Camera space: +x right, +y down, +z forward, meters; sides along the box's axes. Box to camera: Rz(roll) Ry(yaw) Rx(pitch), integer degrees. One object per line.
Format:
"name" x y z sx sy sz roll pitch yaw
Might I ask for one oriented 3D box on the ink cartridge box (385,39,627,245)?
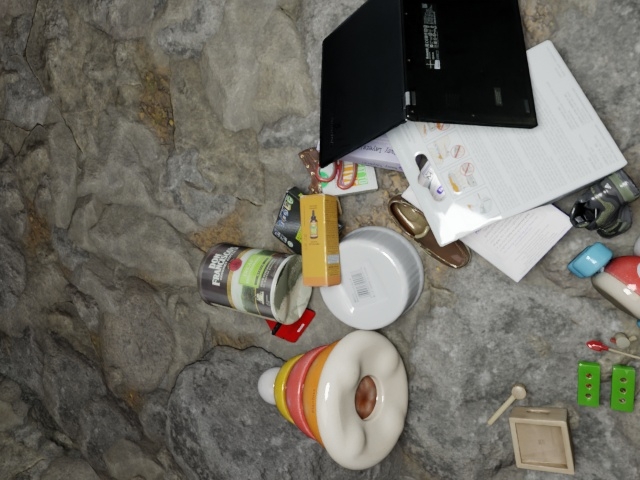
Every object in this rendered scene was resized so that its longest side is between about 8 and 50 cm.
"ink cartridge box" 0.380 -0.197 0.947 0.385 0.091 0.307 -26 77 16

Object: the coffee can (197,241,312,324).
"coffee can" -0.191 0.121 1.285 0.276 0.202 0.201 8 105 28

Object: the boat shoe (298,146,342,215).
"boat shoe" -0.001 -0.158 1.211 0.073 0.073 0.206 -20 85 -6

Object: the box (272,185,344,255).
"box" -0.041 -0.031 1.247 0.184 0.045 0.190 41 138 14

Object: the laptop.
"laptop" 0.212 -0.373 0.987 0.409 0.236 0.381 2 72 -4

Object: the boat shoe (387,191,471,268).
"boat shoe" 0.268 -0.016 1.111 0.257 0.095 0.095 41 115 11

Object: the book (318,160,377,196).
"book" 0.072 -0.170 1.165 0.145 0.035 0.096 -9 84 -2

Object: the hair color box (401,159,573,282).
"hair color box" 0.388 -0.083 1.035 0.339 0.110 0.185 39 113 10

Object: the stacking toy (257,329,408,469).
"stacking toy" -0.019 0.432 1.281 0.480 0.351 0.350 -8 98 45

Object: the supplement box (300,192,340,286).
"supplement box" 0.000 0.000 1.112 0.078 0.080 0.233 -2 91 32

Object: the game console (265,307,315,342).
"game console" -0.101 0.234 1.388 0.124 0.085 0.144 26 116 -16

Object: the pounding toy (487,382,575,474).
"pounding toy" 0.528 0.459 1.107 0.181 0.094 0.205 -9 88 31

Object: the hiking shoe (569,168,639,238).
"hiking shoe" 0.572 -0.061 0.902 0.114 0.227 0.086 -22 56 17

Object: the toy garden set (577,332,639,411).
"toy garden set" 0.731 0.292 0.996 0.245 0.049 0.203 0 104 26

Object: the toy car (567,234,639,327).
"toy car" 0.686 0.043 0.886 0.219 0.210 0.238 46 104 21

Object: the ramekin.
"ramekin" 0.131 0.106 1.182 0.278 0.135 0.276 6 104 23

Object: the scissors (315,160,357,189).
"scissors" 0.056 -0.281 1.159 0.109 0.021 0.296 8 81 4

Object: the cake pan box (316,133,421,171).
"cake pan box" 0.147 -0.307 1.075 0.267 0.070 0.245 15 88 21
